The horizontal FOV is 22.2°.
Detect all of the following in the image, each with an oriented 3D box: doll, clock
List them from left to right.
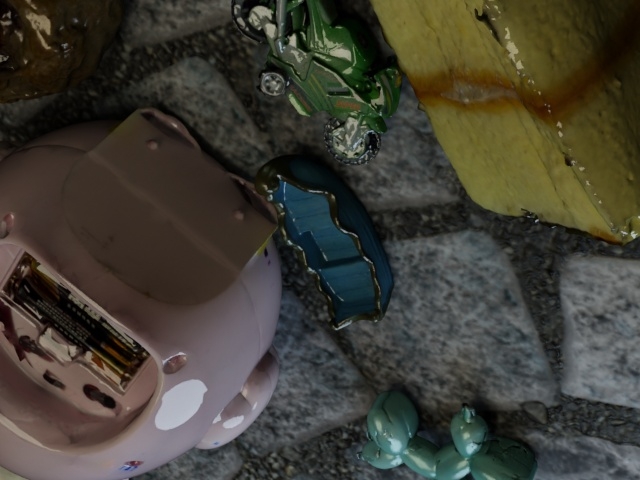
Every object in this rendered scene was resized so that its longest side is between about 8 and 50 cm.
[{"bbox_3d":[-0.231,0.087,1.573,0.368,0.250,0.376,39,131,0],"label":"clock"},{"bbox_3d":[0.112,0.209,1.596,0.159,0.059,0.158,-30,106,41],"label":"doll"}]

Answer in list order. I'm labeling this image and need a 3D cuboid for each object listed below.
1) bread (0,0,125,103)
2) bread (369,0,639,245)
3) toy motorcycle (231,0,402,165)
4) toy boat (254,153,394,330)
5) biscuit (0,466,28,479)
[{"bbox_3d":[-0.291,-0.225,1.479,0.230,0.123,0.230,13,125,19],"label":"bread"},{"bbox_3d":[0.138,-0.124,1.272,0.236,0.198,0.263,-13,113,43],"label":"bread"},{"bbox_3d":[0.007,-0.154,1.398,0.106,0.074,0.190,-29,104,30],"label":"toy motorcycle"},{"bbox_3d":[0.000,0.000,1.500,0.075,0.077,0.185,-11,116,35],"label":"toy boat"},{"bbox_3d":[-0.366,0.202,1.815,0.309,0.040,0.204,4,129,2],"label":"biscuit"}]
